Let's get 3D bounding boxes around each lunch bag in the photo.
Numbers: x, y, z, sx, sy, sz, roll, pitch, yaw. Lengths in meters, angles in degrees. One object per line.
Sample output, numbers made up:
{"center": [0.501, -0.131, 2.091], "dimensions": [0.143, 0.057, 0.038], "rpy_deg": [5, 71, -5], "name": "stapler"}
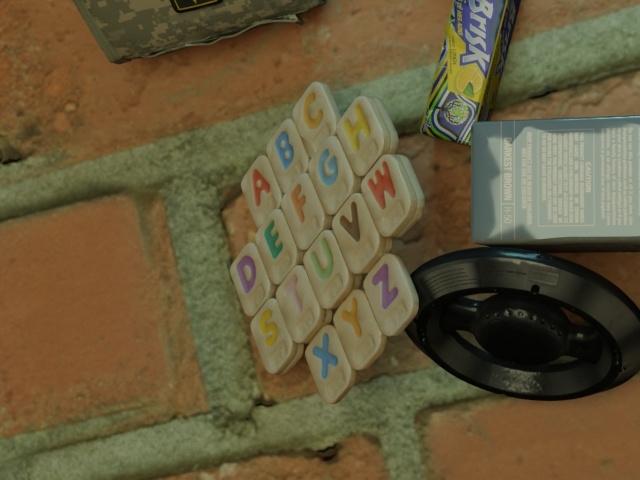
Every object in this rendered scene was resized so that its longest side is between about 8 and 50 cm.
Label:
{"center": [-0.137, -0.331, 1.699], "dimensions": [0.235, 0.169, 0.287], "rpy_deg": [-14, 92, 15], "name": "lunch bag"}

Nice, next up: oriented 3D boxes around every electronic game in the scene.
{"center": [0.183, 0.078, 1.562], "dimensions": [0.229, 0.229, 0.048], "rpy_deg": [3, 55, 20], "name": "electronic game"}

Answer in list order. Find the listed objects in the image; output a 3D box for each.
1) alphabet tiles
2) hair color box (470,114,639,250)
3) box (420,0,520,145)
{"center": [0.000, 0.000, 1.633], "dimensions": [0.284, 0.021, 0.278], "rpy_deg": [-52, 48, 41], "name": "alphabet tiles"}
{"center": [0.336, -0.048, 1.513], "dimensions": [0.374, 0.185, 0.113], "rpy_deg": [0, 87, 19], "name": "hair color box"}
{"center": [0.146, -0.176, 1.649], "dimensions": [0.054, 0.059, 0.169], "rpy_deg": [15, 95, 17], "name": "box"}
